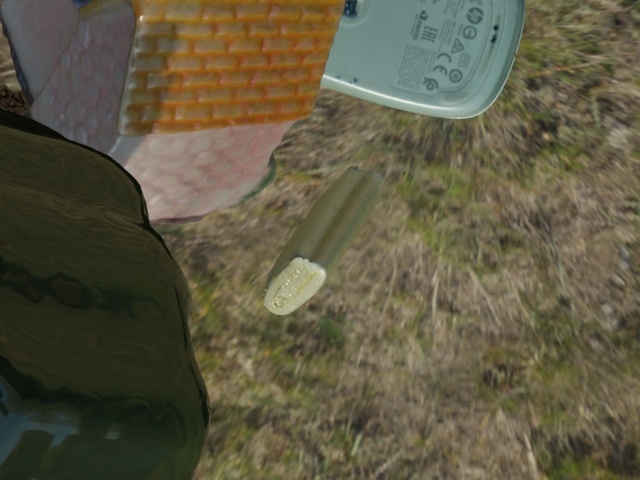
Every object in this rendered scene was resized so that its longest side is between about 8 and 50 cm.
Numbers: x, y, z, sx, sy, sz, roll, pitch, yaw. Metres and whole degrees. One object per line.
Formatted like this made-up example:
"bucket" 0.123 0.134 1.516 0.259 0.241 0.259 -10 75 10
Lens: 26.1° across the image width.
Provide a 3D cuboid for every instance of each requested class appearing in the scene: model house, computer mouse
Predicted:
"model house" -0.114 -0.173 1.118 0.237 0.202 0.237 -49 54 47
"computer mouse" 0.041 -0.214 1.284 0.289 0.097 0.159 16 98 -3

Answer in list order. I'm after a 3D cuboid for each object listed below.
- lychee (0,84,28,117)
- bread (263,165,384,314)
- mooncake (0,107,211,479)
"lychee" -0.376 -0.053 1.510 0.264 0.300 0.264 14 134 15
"bread" 0.000 0.000 1.699 0.060 0.178 0.139 38 139 -7
"mooncake" -0.206 0.092 0.706 0.351 0.187 0.351 -16 66 41
